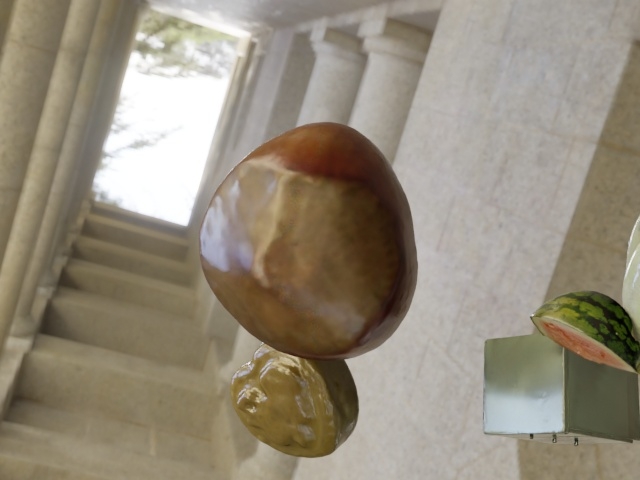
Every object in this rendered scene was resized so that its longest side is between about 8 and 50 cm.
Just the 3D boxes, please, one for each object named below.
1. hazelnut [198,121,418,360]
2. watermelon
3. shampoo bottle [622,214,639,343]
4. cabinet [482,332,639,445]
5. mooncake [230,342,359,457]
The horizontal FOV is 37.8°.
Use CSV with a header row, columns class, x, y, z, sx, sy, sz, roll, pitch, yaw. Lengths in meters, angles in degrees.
class,x,y,z,sx,sy,sz,roll,pitch,yaw
hazelnut,-0.004,0.001,1.412,0.366,0.365,0.366,17,-173,-2
watermelon,0.312,0.091,1.097,0.087,0.069,0.163,43,169,-30
shampoo bottle,0.529,0.041,1.088,0.322,0.322,0.317,22,-148,34
cabinet,0.370,0.236,1.430,0.206,0.150,0.145,17,159,-40
mooncake,-0.043,0.280,1.649,0.235,0.234,0.117,21,-152,26
